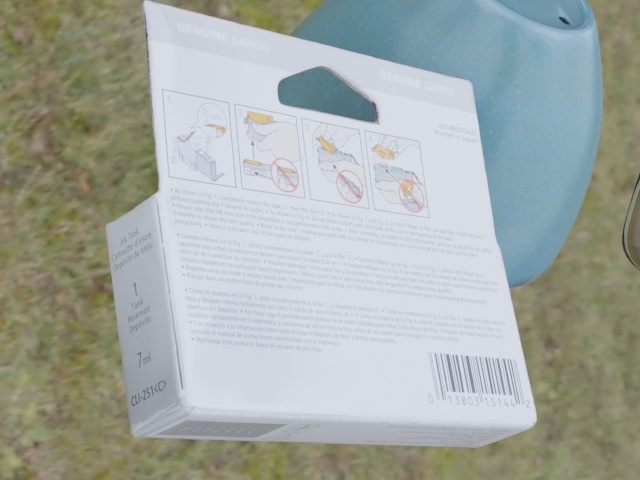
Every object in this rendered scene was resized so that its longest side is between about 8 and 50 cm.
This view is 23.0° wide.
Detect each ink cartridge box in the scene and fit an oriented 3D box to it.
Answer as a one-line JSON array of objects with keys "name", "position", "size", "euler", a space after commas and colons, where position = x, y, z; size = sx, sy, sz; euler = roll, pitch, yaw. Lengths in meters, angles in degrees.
[{"name": "ink cartridge box", "position": [0.000, 0.000, 1.031], "size": [0.296, 0.066, 0.261], "euler": [8, 65, -40]}]

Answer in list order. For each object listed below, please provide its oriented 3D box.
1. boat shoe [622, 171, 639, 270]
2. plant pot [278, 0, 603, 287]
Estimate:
[{"name": "boat shoe", "position": [0.240, -0.071, 0.914], "size": [0.080, 0.073, 0.223], "euler": [31, 82, -7]}, {"name": "plant pot", "position": [0.113, -0.130, 1.270], "size": [0.290, 0.195, 0.290], "euler": [21, 34, -15]}]
